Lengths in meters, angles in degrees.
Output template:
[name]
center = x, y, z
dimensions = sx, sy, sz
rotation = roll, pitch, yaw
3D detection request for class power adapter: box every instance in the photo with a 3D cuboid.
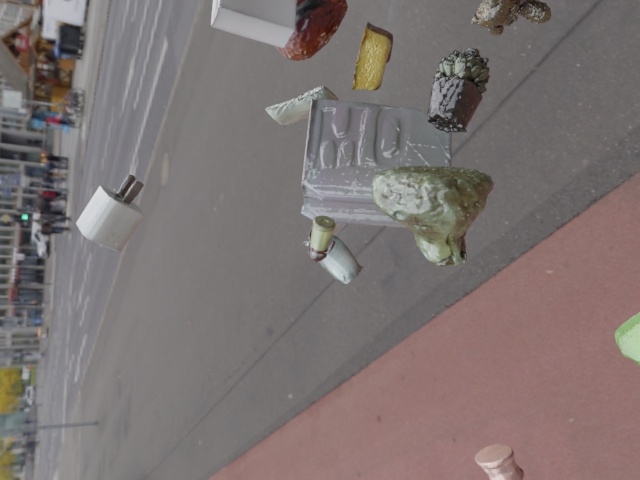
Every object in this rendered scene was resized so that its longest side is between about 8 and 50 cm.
[power adapter]
center = -0.580, -0.093, 1.529
dimensions = 0.205, 0.125, 0.130
rotation = -55, 43, 3

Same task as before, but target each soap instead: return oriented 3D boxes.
[soap]
center = 0.166, -0.230, 1.603
dimensions = 0.213, 0.434, 0.351
rotation = 84, -166, -66

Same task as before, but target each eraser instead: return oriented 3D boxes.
[eraser]
center = -0.096, -0.415, 0.821
dimensions = 0.068, 0.124, 0.210
rotation = 153, 122, -61

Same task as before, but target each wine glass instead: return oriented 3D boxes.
[wine glass]
center = 0.044, 0.051, 1.797
dimensions = 0.204, 0.111, 0.111
rotation = 48, 142, 0

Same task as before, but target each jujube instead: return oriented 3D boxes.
[jujube]
center = -0.033, -0.622, 1.526
dimensions = 0.236, 0.168, 0.168
rotation = -42, 34, -4

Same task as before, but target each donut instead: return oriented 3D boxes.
[donut]
center = 0.152, -0.521, 1.501
dimensions = 0.141, 0.085, 0.217
rotation = 98, -172, -57

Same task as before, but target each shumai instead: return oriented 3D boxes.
[shumai]
center = 0.230, -0.048, 1.129
dimensions = 0.225, 0.260, 0.222
rotation = 29, 115, 58

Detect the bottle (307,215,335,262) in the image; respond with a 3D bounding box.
[bottle]
center = 0.000, -0.001, 1.110
dimensions = 0.063, 0.047, 0.101
rotation = -114, 28, -48

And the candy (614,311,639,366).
[candy]
center = 0.692, 0.119, 0.946
dimensions = 0.344, 0.131, 0.142
rotation = -60, 39, 35

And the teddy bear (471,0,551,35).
[teddy bear]
center = 0.489, -0.604, 1.353
dimensions = 0.129, 0.251, 0.182
rotation = 57, 154, 26

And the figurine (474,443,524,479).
[figurine]
center = 0.221, 0.376, 0.642
dimensions = 0.133, 0.200, 0.276
rotation = 36, 140, 51

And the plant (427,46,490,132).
[plant]
center = 0.242, -0.262, 0.936
dimensions = 0.092, 0.094, 0.144
rotation = 11, 81, 54

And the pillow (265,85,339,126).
[pillow]
center = -0.057, -0.441, 1.768
dimensions = 0.229, 0.128, 0.051
rotation = -16, 70, 20
